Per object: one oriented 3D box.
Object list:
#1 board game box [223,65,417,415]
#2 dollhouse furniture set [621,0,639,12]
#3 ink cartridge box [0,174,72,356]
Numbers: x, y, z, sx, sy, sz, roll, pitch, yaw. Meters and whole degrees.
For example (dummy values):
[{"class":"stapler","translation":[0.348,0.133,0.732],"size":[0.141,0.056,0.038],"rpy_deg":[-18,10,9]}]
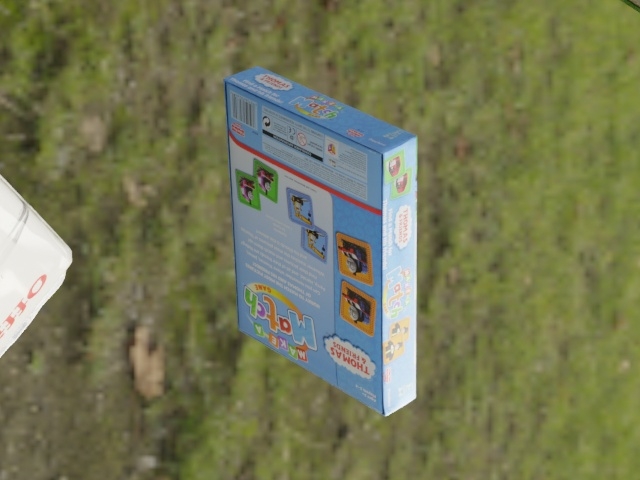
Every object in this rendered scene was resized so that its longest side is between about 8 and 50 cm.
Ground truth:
[{"class":"board game box","translation":[0.000,0.000,1.219],"size":[0.039,0.160,0.211],"rpy_deg":[-26,129,-36]},{"class":"dollhouse furniture set","translation":[0.221,-0.222,1.310],"size":[0.152,0.076,0.058],"rpy_deg":[15,111,-56]},{"class":"ink cartridge box","translation":[-0.275,0.022,0.976],"size":[0.207,0.117,0.283],"rpy_deg":[-52,166,-8]}]
